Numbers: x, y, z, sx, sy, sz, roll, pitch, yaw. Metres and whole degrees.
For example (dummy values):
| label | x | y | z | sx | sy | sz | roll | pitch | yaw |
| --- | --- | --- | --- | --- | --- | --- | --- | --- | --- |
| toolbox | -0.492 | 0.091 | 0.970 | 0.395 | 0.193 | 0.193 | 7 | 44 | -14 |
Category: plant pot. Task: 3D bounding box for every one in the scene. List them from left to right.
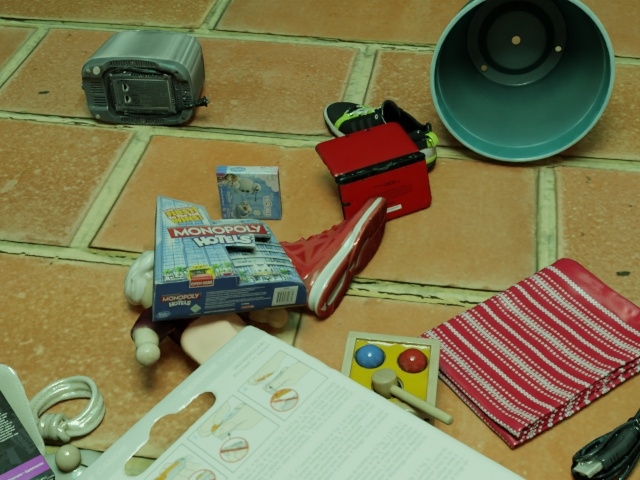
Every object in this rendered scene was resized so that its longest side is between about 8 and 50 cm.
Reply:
| label | x | y | z | sx | sy | sz | roll | pitch | yaw |
| --- | --- | --- | --- | --- | --- | --- | --- | --- | --- |
| plant pot | 0.321 | -0.301 | 1.433 | 0.272 | 0.271 | 0.255 | 5 | 28 | 8 |

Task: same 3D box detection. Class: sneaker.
| label | x | y | z | sx | sy | sz | roll | pitch | yaw |
| --- | --- | --- | --- | --- | --- | --- | --- | --- | --- |
| sneaker | 0.000 | 0.000 | 1.221 | 0.128 | 0.087 | 0.221 | 19 | 44 | 20 |
| sneaker | 0.102 | -0.194 | 1.427 | 0.235 | 0.097 | 0.084 | 31 | 51 | 32 |

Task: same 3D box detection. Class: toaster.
| label | x | y | z | sx | sy | sz | roll | pitch | yaw |
| --- | --- | --- | --- | --- | --- | --- | --- | --- | --- |
| toaster | -0.290 | -0.286 | 1.528 | 0.227 | 0.129 | 0.146 | 2 | 39 | 6 |

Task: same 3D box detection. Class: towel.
| label | x | y | z | sx | sy | sz | roll | pitch | yaw |
| --- | --- | --- | --- | --- | --- | --- | --- | --- | --- |
| towel | 0.279 | 0.126 | 1.106 | 0.275 | 0.031 | 0.199 | -25 | 45 | -23 |

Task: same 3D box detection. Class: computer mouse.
| label | x | y | z | sx | sy | sz | roll | pitch | yaw |
| --- | --- | --- | --- | --- | --- | --- | --- | --- | --- |
| computer mouse | 0.414 | 0.263 | 0.912 | 0.188 | 0.072 | 0.272 | -25 | 46 | -25 |

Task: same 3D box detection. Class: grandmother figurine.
| label | x | y | z | sx | sy | sz | roll | pitch | yaw |
| --- | --- | --- | --- | --- | --- | --- | --- | --- | --- |
| grandmother figurine | -0.141 | 0.115 | 1.094 | 0.208 | 0.104 | 0.342 | -2 | 29 | -44 |

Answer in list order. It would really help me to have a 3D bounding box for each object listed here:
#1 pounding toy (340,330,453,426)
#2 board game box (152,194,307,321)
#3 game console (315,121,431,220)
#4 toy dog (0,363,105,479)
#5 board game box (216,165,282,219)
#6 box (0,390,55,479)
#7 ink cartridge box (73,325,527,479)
| label | x | y | z | sx | sy | sz | roll | pitch | yaw |
| --- | --- | --- | --- | --- | --- | --- | --- | --- | --- |
| pounding toy | 0.086 | 0.173 | 1.006 | 0.130 | 0.100 | 0.141 | 5 | 41 | 8 |
| board game box | -0.136 | 0.012 | 1.111 | 0.194 | 0.060 | 0.194 | -5 | 36 | -23 |
| game console | 0.080 | -0.097 | 1.324 | 0.144 | 0.124 | 0.085 | -18 | 21 | -17 |
| toy dog | -0.398 | 0.208 | 0.941 | 0.334 | 0.161 | 0.220 | -9 | 42 | -7 |
| board game box | -0.104 | -0.070 | 1.299 | 0.090 | 0.090 | 0.020 | 0 | 43 | 3 |
| box | -0.352 | 0.202 | 0.867 | 0.116 | 0.029 | 0.162 | -24 | 60 | -34 |
| ink cartridge box | -0.036 | 0.269 | 0.818 | 0.385 | 0.091 | 0.308 | 24 | 54 | 39 |
